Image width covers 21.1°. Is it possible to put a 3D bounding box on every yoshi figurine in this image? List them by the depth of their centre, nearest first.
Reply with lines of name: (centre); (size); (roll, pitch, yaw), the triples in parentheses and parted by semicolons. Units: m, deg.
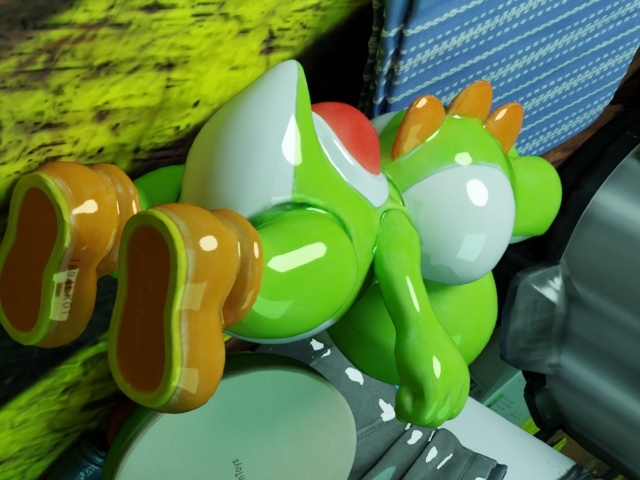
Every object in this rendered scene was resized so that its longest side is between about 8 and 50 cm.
yoshi figurine: (0.002, 0.028, 0.982); (0.362, 0.203, 0.203); (-11, 163, -45)

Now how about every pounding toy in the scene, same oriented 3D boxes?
pounding toy: (-0.073, 0.110, 1.183); (0.183, 0.110, 0.237); (-1, 121, -29)

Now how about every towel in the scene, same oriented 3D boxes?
towel: (0.121, -0.124, 1.109); (0.243, 0.040, 0.336); (-27, 159, -18)
towel: (-0.187, 0.189, 1.249); (0.119, 0.029, 0.067); (-45, 159, 13)

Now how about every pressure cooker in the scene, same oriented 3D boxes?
pressure cooker: (0.368, 0.066, 1.472); (0.375, 0.420, 0.370); (-49, 129, -5)

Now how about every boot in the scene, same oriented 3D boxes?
boot: (-0.038, 0.230, 1.295); (0.338, 0.223, 0.118); (-46, 177, 16)

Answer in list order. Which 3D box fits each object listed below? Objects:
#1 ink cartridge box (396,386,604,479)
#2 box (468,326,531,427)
ink cartridge box: (0.122, 0.315, 1.435); (0.166, 0.395, 0.285); (-28, 144, -59)
box: (0.291, 0.072, 1.850); (0.322, 0.058, 0.232); (-41, 161, 4)
